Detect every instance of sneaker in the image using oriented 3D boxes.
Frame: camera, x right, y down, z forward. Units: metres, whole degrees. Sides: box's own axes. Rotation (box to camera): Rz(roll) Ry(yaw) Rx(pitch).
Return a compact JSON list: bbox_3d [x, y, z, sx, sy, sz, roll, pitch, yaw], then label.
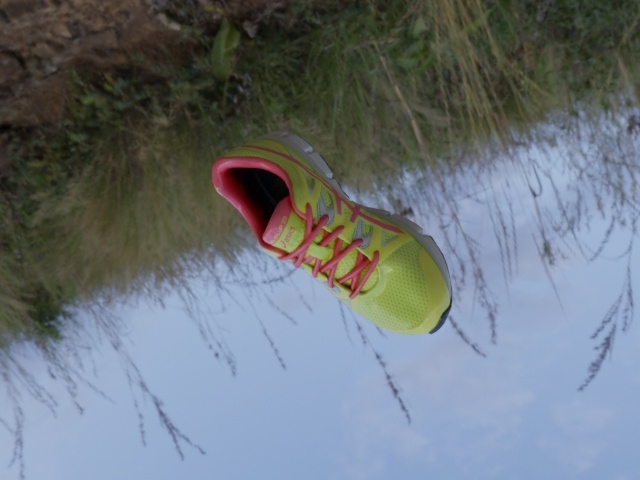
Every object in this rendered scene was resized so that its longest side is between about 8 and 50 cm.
[{"bbox_3d":[0.000,0.000,0.485,0.094,0.208,0.081,-16,141,-59],"label":"sneaker"}]
